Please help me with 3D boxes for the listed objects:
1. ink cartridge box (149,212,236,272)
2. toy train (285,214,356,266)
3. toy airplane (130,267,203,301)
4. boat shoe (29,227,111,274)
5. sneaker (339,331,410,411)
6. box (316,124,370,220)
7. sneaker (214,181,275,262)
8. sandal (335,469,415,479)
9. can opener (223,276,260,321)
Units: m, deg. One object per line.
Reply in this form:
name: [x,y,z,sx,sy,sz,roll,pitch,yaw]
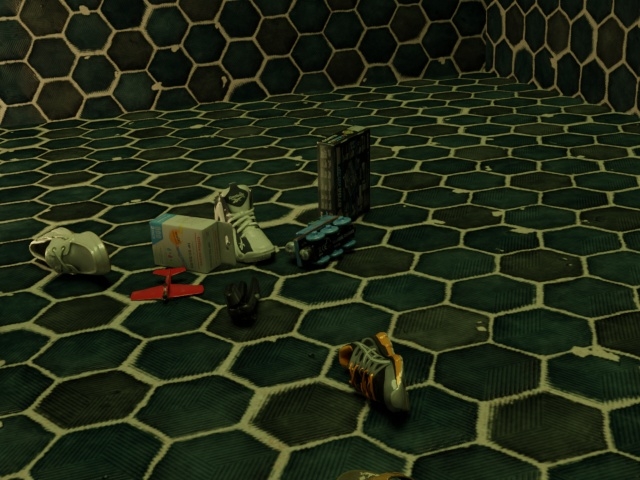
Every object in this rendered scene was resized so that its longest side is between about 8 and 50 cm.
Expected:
ink cartridge box: [-0.279,0.007,1.773,0.181,0.104,0.061,7,24,26]
toy train: [0.000,0.000,1.798,0.105,0.080,0.184,3,22,40]
toy airplane: [-0.312,0.090,1.672,0.151,0.028,0.151,-4,22,2]
boat shoe: [-0.550,0.034,1.768,0.096,0.098,0.277,-21,18,-38]
sneaker: [0.084,0.208,1.250,0.083,0.084,0.215,-8,12,-7]
box: [0.059,-0.153,1.977,0.051,0.220,0.175,13,27,30]
sneaker: [-0.179,-0.050,1.839,0.094,0.153,0.235,-13,23,-21]
sandal: [0.098,0.317,0.999,0.180,0.049,0.072,14,27,38]
can opener: [-0.143,0.106,1.571,0.059,0.073,0.186,-9,11,7]
